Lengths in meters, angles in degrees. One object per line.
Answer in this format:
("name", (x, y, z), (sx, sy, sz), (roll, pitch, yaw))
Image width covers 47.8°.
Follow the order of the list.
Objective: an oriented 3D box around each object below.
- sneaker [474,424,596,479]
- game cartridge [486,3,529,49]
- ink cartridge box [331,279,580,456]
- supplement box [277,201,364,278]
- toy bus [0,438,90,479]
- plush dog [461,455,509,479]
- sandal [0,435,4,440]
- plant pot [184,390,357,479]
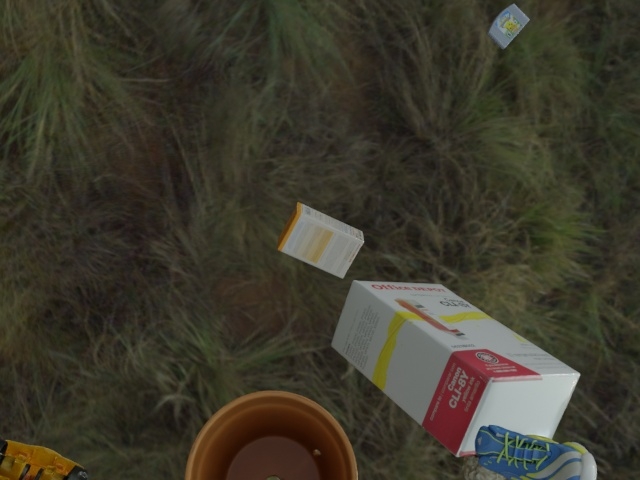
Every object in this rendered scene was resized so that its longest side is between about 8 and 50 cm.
("sneaker", (0.279, 0.307, 0.988), (0.126, 0.240, 0.091), (13, 79, 1))
("game cartridge", (0.382, -0.441, 1.482), (0.056, 0.017, 0.083), (41, 89, -5))
("ink cartridge box", (0.245, 0.227, 1.392), (0.279, 0.384, 0.161), (6, 109, -39))
("supplement box", (0.000, 0.000, 0.953), (0.098, 0.036, 0.062), (25, 113, -12))
("toy bus", (-0.404, 0.383, 0.913), (0.149, 0.220, 0.212), (21, 92, -8))
("plush dog", (0.361, 0.543, 1.354), (0.262, 0.211, 0.225), (22, 50, 14))
("sandal", (-0.576, 0.330, 1.190), (0.219, 0.090, 0.060), (40, 46, 17))
("plant pot", (-0.086, 0.431, 1.296), (0.290, 0.203, 0.291), (1, 68, -3))
